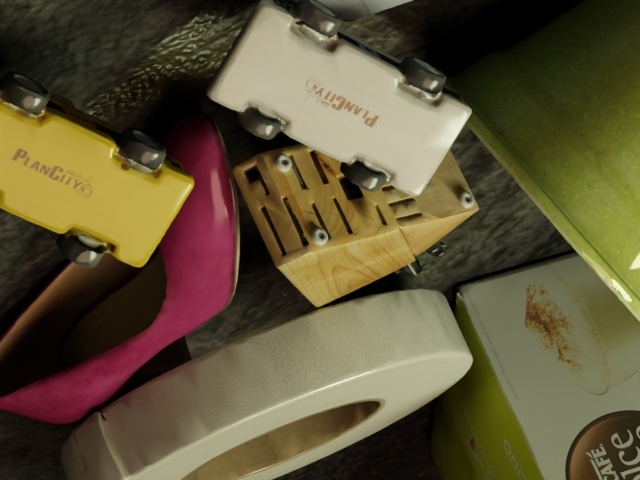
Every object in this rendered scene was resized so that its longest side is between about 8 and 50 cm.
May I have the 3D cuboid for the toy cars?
[{"bbox_3d":[-0.092,-0.087,1.360,0.393,0.087,0.176,-14,120,-9],"label":"toy cars"}]

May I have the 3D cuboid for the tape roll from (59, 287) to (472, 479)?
[{"bbox_3d":[-0.049,0.158,1.757,0.392,0.072,0.392,-22,167,-6],"label":"tape roll"}]

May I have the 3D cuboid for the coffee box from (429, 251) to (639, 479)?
[{"bbox_3d":[0.329,0.226,1.952,0.334,0.338,0.338,-15,148,-13],"label":"coffee box"}]

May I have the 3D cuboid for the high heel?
[{"bbox_3d":[-0.176,0.037,1.546,0.181,0.127,0.377,-8,143,-21],"label":"high heel"}]

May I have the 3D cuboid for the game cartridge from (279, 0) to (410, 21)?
[{"bbox_3d":[0.085,-0.239,1.300,0.294,0.060,0.196,-18,162,10],"label":"game cartridge"}]

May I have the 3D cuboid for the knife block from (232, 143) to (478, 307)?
[{"bbox_3d":[0.000,0.000,1.568,0.275,0.088,0.242,-15,163,-41],"label":"knife block"}]

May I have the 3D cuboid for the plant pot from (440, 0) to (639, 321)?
[{"bbox_3d":[0.272,-0.109,1.519,0.254,0.276,0.276,-42,146,7],"label":"plant pot"}]
